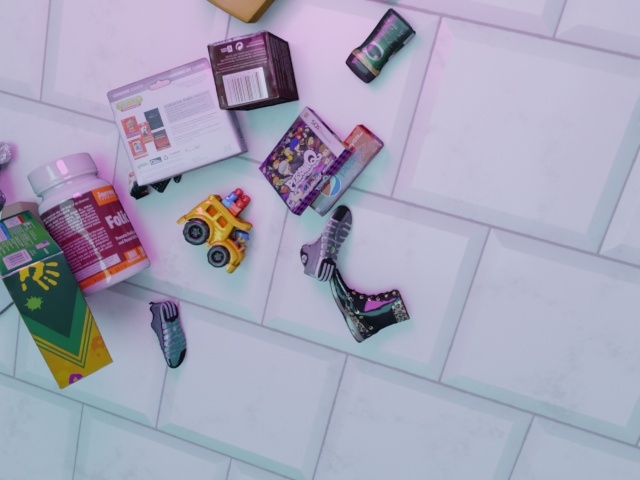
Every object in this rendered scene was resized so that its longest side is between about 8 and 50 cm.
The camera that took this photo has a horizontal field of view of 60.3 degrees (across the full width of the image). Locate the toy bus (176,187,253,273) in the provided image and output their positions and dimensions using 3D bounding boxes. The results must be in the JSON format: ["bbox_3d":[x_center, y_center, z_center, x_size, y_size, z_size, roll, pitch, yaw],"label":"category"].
[{"bbox_3d":[-0.275,-0.042,1.628,0.211,0.149,0.220,-43,93,2],"label":"toy bus"}]

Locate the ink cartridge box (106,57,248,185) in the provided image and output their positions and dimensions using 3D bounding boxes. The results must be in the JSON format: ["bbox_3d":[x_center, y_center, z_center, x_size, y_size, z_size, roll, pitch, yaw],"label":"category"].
[{"bbox_3d":[-0.399,-0.331,1.557,0.309,0.130,0.272,-17,98,4],"label":"ink cartridge box"}]

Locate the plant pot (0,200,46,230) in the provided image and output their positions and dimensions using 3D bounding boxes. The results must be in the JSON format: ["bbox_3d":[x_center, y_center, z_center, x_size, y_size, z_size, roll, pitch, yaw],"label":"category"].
[{"bbox_3d":[-0.967,-0.071,1.790,0.109,0.109,0.096,-16,85,16],"label":"plant pot"}]

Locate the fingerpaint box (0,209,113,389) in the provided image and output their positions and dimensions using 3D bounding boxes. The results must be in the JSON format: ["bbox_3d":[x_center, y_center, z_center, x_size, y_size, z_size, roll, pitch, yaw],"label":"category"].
[{"bbox_3d":[-0.799,0.152,1.597,0.445,0.163,0.371,25,134,49],"label":"fingerpaint box"}]

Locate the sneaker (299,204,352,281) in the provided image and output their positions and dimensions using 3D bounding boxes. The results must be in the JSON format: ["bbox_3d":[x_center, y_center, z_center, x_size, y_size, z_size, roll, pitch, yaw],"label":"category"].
[{"bbox_3d":[0.000,0.000,1.596,0.132,0.086,0.228,9,76,49],"label":"sneaker"}]

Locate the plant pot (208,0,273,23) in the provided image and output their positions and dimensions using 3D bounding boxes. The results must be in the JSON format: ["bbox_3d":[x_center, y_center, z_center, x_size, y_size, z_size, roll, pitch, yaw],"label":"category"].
[{"bbox_3d":[-0.202,-0.686,1.429,0.187,0.212,0.212,41,108,-12],"label":"plant pot"}]

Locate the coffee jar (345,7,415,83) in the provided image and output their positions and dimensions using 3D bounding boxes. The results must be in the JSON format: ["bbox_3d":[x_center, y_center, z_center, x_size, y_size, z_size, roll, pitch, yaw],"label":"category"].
[{"bbox_3d":[0.154,-0.506,1.445,0.096,0.079,0.184,44,107,-3],"label":"coffee jar"}]

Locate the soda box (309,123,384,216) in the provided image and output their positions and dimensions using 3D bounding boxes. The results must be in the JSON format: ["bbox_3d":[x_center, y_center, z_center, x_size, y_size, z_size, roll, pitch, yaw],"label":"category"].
[{"bbox_3d":[0.059,-0.195,1.535,0.092,0.083,0.263,41,107,1],"label":"soda box"}]

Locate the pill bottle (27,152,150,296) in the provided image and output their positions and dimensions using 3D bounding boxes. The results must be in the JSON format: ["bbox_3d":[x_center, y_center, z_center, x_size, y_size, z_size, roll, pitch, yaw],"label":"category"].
[{"bbox_3d":[-0.701,-0.050,1.668,0.224,0.224,0.392,-23,97,17],"label":"pill bottle"}]

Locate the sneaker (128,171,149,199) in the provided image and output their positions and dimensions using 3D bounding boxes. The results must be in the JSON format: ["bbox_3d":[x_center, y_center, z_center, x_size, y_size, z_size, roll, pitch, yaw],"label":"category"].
[{"bbox_3d":[-0.555,-0.173,1.649,0.057,0.161,0.075,-28,89,-13],"label":"sneaker"}]

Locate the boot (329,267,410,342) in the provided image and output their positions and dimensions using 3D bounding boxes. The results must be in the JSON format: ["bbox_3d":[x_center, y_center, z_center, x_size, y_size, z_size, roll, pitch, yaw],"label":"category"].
[{"bbox_3d":[0.139,0.164,1.604,0.178,0.085,0.236,-24,96,12],"label":"boot"}]

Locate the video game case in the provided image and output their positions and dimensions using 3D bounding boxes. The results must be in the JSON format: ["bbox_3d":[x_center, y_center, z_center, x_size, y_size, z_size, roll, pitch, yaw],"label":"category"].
[{"bbox_3d":[-0.048,-0.220,1.522,0.232,0.042,0.210,-49,55,18],"label":"video game case"}]

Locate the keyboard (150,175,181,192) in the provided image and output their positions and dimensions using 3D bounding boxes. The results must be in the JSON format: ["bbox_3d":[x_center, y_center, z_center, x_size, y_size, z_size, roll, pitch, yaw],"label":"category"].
[{"bbox_3d":[-0.461,-0.229,1.677,0.108,0.023,0.180,37,108,2],"label":"keyboard"}]

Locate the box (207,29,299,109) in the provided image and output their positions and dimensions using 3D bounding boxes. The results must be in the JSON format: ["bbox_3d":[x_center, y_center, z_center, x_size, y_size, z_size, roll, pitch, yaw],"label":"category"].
[{"bbox_3d":[-0.174,-0.444,1.468,0.168,0.203,0.167,-8,100,14],"label":"box"}]

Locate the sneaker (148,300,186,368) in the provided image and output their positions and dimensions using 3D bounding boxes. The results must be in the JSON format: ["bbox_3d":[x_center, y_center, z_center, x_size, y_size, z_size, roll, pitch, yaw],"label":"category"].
[{"bbox_3d":[-0.502,0.303,1.792,0.098,0.083,0.223,0,99,34],"label":"sneaker"}]

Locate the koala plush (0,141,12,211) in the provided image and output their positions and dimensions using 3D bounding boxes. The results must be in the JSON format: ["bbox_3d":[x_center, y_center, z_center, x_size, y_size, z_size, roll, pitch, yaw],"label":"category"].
[{"bbox_3d":[-1.085,-0.216,1.752,0.196,0.203,0.221,-3,68,23],"label":"koala plush"}]

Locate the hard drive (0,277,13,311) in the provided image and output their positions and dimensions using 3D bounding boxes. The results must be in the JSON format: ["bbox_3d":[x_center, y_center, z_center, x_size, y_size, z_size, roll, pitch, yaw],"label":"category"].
[{"bbox_3d":[-1.188,0.090,1.902,0.233,0.047,0.353,-36,92,17],"label":"hard drive"}]
